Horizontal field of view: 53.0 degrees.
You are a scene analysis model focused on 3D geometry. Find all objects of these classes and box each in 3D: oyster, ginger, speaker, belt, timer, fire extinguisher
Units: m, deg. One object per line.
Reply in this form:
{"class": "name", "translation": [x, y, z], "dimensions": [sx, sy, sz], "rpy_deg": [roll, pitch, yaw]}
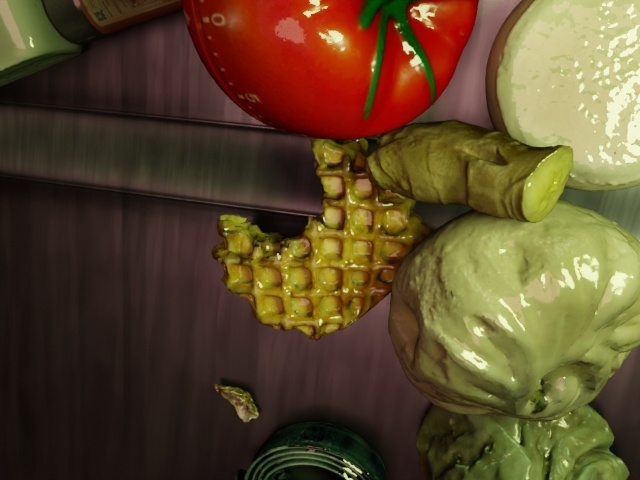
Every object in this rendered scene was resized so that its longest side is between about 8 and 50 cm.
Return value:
{"class": "oyster", "translation": [-0.149, 0.287, 1.159], "dimensions": [0.051, 0.034, 0.093], "rpy_deg": [-26, 108, 35]}
{"class": "ginger", "translation": [0.175, -0.093, 0.797], "dimensions": [0.262, 0.116, 0.110], "rpy_deg": [17, 101, 42]}
{"class": "speaker", "translation": [-0.600, -0.334, 1.041], "dimensions": [0.405, 0.183, 0.184], "rpy_deg": [-15, 105, 18]}
{"class": "belt", "translation": [-0.018, 0.424, 1.116], "dimensions": [0.267, 0.116, 0.207], "rpy_deg": [9, 103, 9]}
{"class": "timer", "translation": [0.013, -0.315, 0.787], "dimensions": [0.279, 0.377, 0.378], "rpy_deg": [27, 114, 46]}
{"class": "fire extinguisher", "translation": [-0.236, -0.426, 0.946], "dimensions": [0.375, 0.113, 0.200], "rpy_deg": [-9, 114, 16]}

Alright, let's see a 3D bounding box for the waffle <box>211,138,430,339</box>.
{"class": "waffle", "translation": [0.000, 0.000, 0.989], "dimensions": [0.324, 0.151, 0.261], "rpy_deg": [-40, 88, 21]}

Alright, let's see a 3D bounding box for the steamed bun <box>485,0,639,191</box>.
{"class": "steamed bun", "translation": [0.356, -0.203, 0.824], "dimensions": [0.282, 0.177, 0.283], "rpy_deg": [2, 100, 13]}

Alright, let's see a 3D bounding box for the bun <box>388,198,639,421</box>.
{"class": "bun", "translation": [0.269, 0.113, 0.854], "dimensions": [0.359, 0.211, 0.360], "rpy_deg": [-5, 132, -5]}

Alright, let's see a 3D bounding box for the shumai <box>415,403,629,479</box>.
{"class": "shumai", "translation": [0.289, 0.373, 0.946], "dimensions": [0.309, 0.263, 0.304], "rpy_deg": [-39, 94, 20]}
